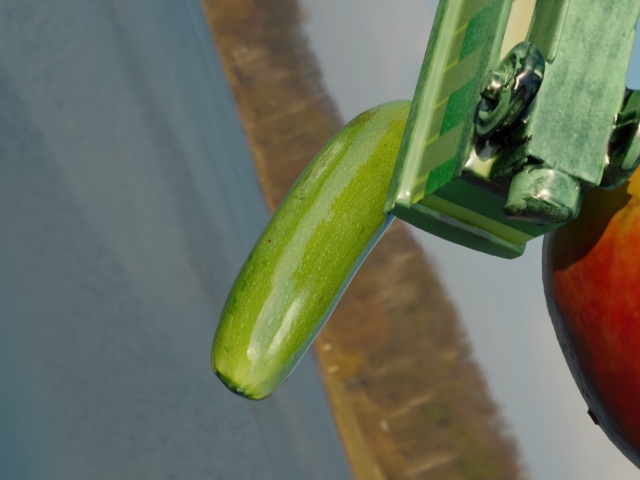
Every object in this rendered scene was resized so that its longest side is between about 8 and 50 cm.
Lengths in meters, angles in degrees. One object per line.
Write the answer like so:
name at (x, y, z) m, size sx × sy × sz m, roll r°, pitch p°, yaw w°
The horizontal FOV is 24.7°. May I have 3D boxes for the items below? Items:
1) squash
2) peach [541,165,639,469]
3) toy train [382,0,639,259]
squash at (-0.001, -0.001, 1.128) m, size 0.082 × 0.292 × 0.082 m, roll 27°, pitch -26°, yaw 14°
peach at (0.354, 0.041, 1.123) m, size 0.388 × 0.388 × 0.388 m, roll 160°, pitch -90°, yaw -89°
toy train at (0.156, -0.135, 1.011) m, size 0.202 × 0.120 × 0.301 m, roll -32°, pitch -141°, yaw 63°
